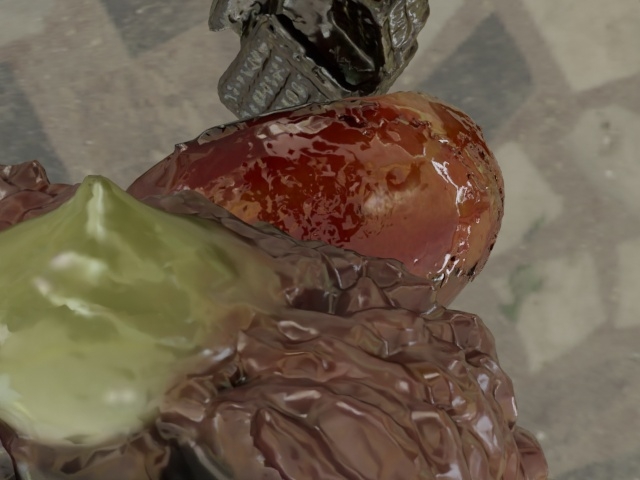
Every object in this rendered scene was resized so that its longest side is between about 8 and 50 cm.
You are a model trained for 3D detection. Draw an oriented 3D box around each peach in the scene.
[{"bbox_3d":[0.002,0.006,0.641,0.172,0.127,0.092,-12,65,-15],"label":"peach"}]

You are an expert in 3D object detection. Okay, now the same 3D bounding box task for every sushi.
[{"bbox_3d":[-0.073,0.091,0.484,0.270,0.171,0.236,19,118,12],"label":"sushi"}]

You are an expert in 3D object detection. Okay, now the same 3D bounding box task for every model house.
[{"bbox_3d":[0.005,-0.128,0.969,0.106,0.165,0.152,13,51,-19],"label":"model house"}]

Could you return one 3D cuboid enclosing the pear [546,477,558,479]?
[{"bbox_3d":[0.174,0.233,1.170,0.107,0.107,0.131,-26,109,-18],"label":"pear"}]
